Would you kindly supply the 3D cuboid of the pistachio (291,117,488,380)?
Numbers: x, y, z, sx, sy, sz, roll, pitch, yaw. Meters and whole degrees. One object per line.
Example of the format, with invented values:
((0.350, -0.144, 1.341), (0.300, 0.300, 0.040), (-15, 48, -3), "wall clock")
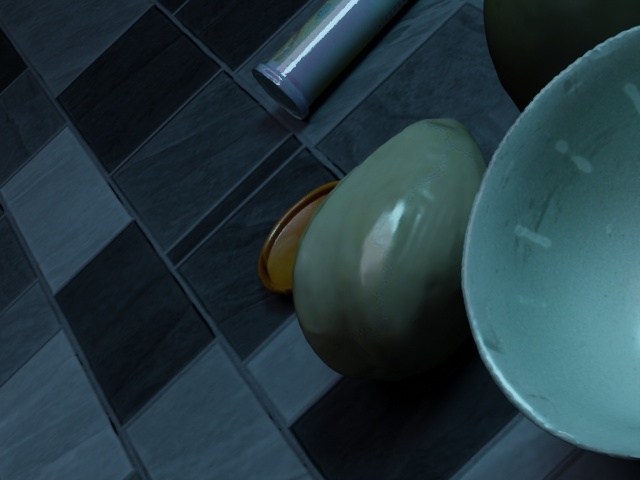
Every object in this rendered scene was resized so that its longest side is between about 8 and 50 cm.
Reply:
((0.097, 0.010, 1.767), (0.332, 0.226, 0.208), (-62, -4, -18), "pistachio")

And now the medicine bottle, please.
((0.080, -0.368, 2.325), (0.426, 0.108, 0.108), (-47, 32, -8), "medicine bottle")

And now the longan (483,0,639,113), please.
((0.356, -0.249, 1.657), (0.361, 0.361, 0.361), (-29, 35, 22), "longan")

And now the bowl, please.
((0.365, 0.017, 1.432), (0.435, 0.196, 0.435), (-18, 58, 31), "bowl")

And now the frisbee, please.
((0.000, 0.000, 2.042), (0.192, 0.035, 0.192), (-29, 34, 22), "frisbee")
